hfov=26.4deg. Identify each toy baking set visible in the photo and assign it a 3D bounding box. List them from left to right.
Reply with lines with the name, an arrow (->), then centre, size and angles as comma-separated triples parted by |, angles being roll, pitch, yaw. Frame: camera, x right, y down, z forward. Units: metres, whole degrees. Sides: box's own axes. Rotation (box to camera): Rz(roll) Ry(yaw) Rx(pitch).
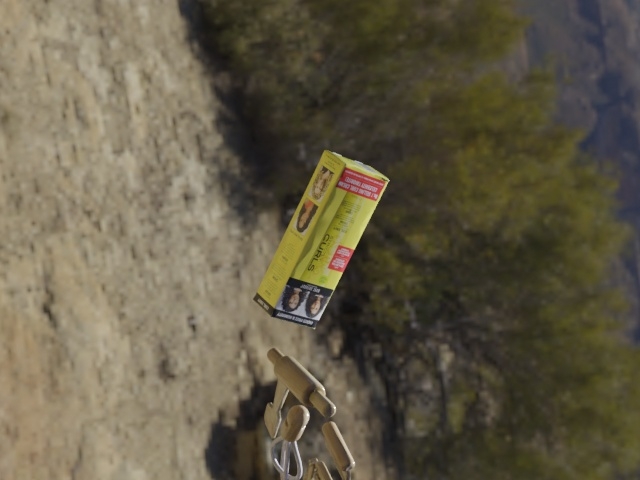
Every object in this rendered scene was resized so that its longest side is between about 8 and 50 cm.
toy baking set -> -0.027, 0.226, 1.583 | 0.256, 0.030, 0.196 | -138, -140, -55

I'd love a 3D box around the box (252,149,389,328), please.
box -> 0.000, 0.000, 1.843 | 0.087, 0.058, 0.232 | 19, 102, -38
